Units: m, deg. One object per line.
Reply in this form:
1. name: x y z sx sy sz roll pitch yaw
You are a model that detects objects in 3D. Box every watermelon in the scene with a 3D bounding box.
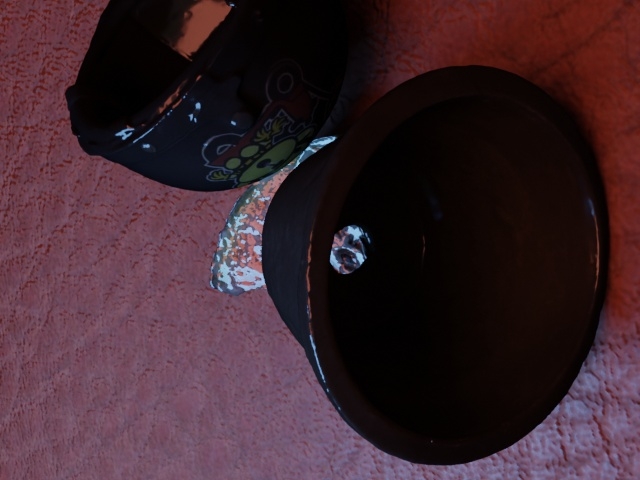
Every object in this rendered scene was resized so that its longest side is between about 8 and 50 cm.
1. watermelon: 0.000 0.000 0.898 0.139 0.071 0.187 48 116 10

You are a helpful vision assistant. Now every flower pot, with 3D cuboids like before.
1. flower pot: 0.062 0.014 0.766 0.166 0.269 0.268 5 104 57

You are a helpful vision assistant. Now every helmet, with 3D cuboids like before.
1. helmet: -0.075 -0.144 0.846 0.230 0.160 0.279 -47 30 15
